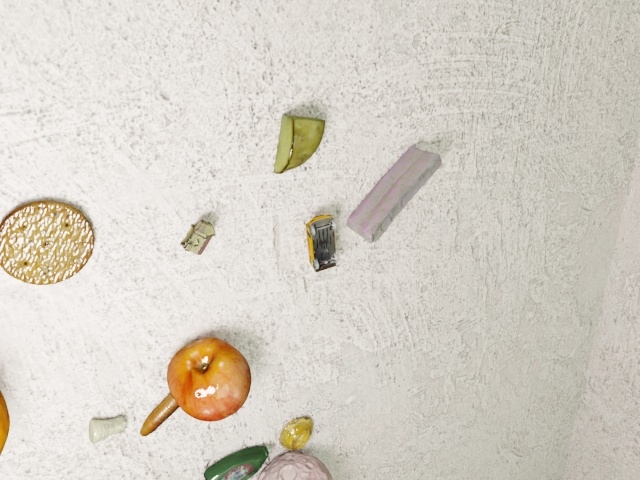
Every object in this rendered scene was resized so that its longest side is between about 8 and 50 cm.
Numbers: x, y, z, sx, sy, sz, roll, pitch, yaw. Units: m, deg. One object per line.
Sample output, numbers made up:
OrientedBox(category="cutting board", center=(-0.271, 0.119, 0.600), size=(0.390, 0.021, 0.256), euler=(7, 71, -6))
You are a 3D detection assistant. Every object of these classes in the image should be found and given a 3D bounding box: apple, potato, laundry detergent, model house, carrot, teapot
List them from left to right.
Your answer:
OrientedBox(category="teapot", center=(-0.528, 0.465, 1.443), size=(0.083, 0.057, 0.067), euler=(-5, 154, -36))
OrientedBox(category="carrot", center=(-0.419, 0.455, 1.513), size=(0.139, 0.048, 0.048), euler=(-46, 131, -4))
OrientedBox(category="model house", center=(-0.277, -0.007, 1.357), size=(0.058, 0.057, 0.083), euler=(29, 94, -36))
OrientedBox(category="apple", center=(-0.275, 0.338, 1.445), size=(0.210, 0.209, 0.164), euler=(-34, 141, -15))
OrientedBox(category="laundry detergent", center=(-0.240, 0.684, 1.750), size=(0.211, 0.063, 0.137), euler=(-24, 129, -25))
OrientedBox(category="potato", center=(-0.036, -0.221, 1.391), size=(0.120, 0.081, 0.149), euler=(-2, 115, -31))

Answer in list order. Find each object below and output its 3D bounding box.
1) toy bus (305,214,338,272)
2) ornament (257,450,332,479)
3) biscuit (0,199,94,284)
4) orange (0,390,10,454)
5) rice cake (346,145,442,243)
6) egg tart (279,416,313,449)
OrientedBox(category="toy bus", center=(0.000, 0.000, 1.537), size=(0.070, 0.074, 0.162), euler=(-17, 125, -18))
OrientedBox(category="ornament", center=(-0.074, 0.794, 1.806), size=(0.260, 0.225, 0.259), euler=(-16, 127, -23))
OrientedBox(category="biscuit", center=(-0.559, 0.005, 1.189), size=(0.188, 0.027, 0.187), euler=(-15, 120, -27))
OrientedBox(category="orange", center=(-0.732, 0.382, 1.105), size=(0.283, 0.284, 0.226), euler=(-50, 121, -2))
OrientedBox(category="rice cake", center=(0.198, -0.129, 1.583), size=(0.298, 0.106, 0.050), euler=(-50, 141, -2))
OrientedBox(category="egg tart", center=(-0.068, 0.614, 1.836), size=(0.129, 0.049, 0.128), euler=(-17, 124, -28))
